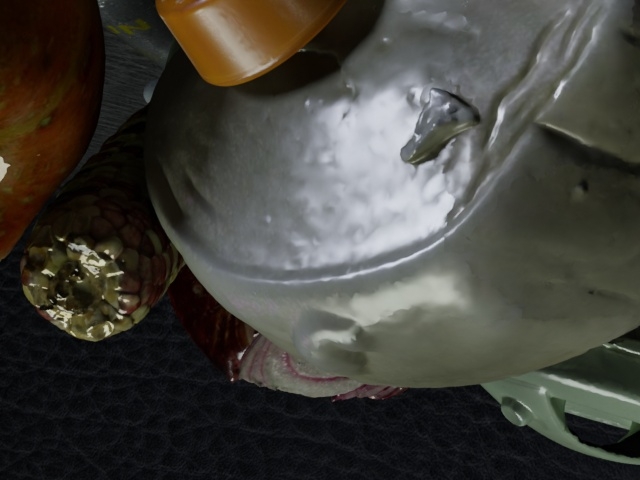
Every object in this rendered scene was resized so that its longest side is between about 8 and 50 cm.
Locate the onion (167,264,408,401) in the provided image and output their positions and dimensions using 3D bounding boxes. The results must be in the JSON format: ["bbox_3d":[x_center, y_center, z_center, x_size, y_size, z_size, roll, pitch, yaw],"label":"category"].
[{"bbox_3d":[-0.002,-0.004,1.460,0.216,0.206,0.207,15,-151,-52],"label":"onion"}]

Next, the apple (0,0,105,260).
[{"bbox_3d":[-0.309,-0.129,1.149,0.339,0.339,0.339,16,175,1],"label":"apple"}]

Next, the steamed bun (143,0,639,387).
[{"bbox_3d":[0.076,-0.025,1.129,0.383,0.236,0.247,-10,154,36],"label":"steamed bun"}]

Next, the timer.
[{"bbox_3d":[-0.067,-0.185,1.061,0.152,0.132,0.132,45,161,-27],"label":"timer"}]

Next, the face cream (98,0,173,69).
[{"bbox_3d":[-0.130,-0.182,1.406,0.073,0.073,0.283,14,174,18],"label":"face cream"}]

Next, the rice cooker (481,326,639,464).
[{"bbox_3d":[0.236,0.024,1.348,0.288,0.277,0.288,15,176,1],"label":"rice cooker"}]

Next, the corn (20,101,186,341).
[{"bbox_3d":[-0.127,-0.027,1.274,0.098,0.098,0.290,16,-154,2],"label":"corn"}]

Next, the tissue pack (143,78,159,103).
[{"bbox_3d":[-0.044,-0.043,1.745,0.236,0.229,0.333,13,174,12],"label":"tissue pack"}]

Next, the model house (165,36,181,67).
[{"bbox_3d":[-0.036,-0.144,1.365,0.127,0.100,0.149,16,175,6],"label":"model house"}]
